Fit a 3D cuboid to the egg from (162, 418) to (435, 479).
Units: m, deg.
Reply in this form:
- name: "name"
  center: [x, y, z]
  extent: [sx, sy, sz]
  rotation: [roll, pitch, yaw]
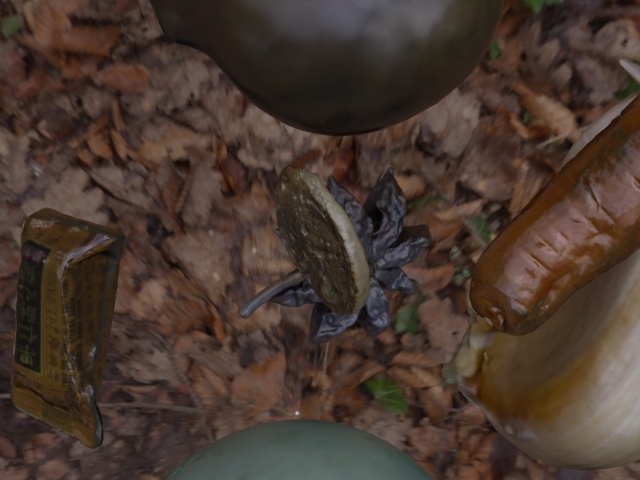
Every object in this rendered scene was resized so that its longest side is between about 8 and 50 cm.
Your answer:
- name: "egg"
  center: [-0.025, 0.292, 0.874]
  extent: [0.276, 0.276, 0.389]
  rotation: [17, 126, 1]

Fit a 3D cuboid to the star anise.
- name: "star anise"
  center: [0.029, 0.033, 1.489]
  extent: [0.262, 0.081, 0.230]
  rotation: [-25, 125, -20]

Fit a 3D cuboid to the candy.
- name: "candy"
  center: [-0.291, 0.097, 1.451]
  extent: [0.143, 0.101, 0.271]
  rotation: [19, 112, 29]

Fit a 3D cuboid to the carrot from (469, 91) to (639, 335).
- name: "carrot"
  center: [0.142, -0.025, 0.591]
  extent: [0.060, 0.060, 0.186]
  rotation: [45, 98, 5]

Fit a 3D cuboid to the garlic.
- name: "garlic"
  center: [0.245, 0.033, 1.060]
  extent: [0.249, 0.286, 0.313]
  rotation: [50, 120, 15]

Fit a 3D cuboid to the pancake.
- name: "pancake"
  center: [-0.001, 0.000, 1.176]
  extent: [0.025, 0.151, 0.152]
  rotation: [-27, 83, -20]

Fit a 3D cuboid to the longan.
- name: "longan"
  center: [-0.002, -0.242, 1.158]
  extent: [0.350, 0.288, 0.288]
  rotation: [31, 82, 23]
